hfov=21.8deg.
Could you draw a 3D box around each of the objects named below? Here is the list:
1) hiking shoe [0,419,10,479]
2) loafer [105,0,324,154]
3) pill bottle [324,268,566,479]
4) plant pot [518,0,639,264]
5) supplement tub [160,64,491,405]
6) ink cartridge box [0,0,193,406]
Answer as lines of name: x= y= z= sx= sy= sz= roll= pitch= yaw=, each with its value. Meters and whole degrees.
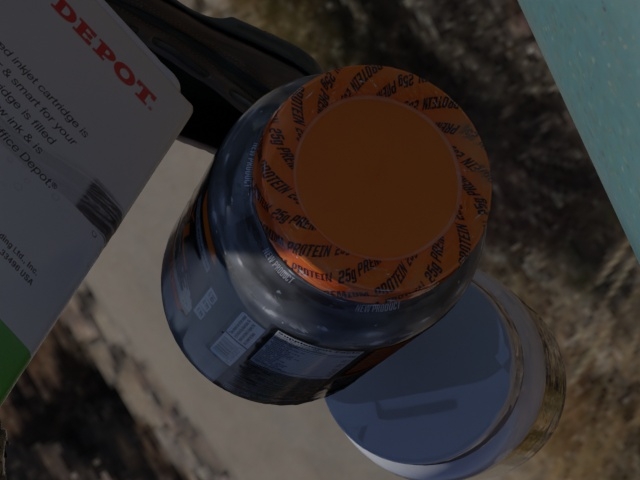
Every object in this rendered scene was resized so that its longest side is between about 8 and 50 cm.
hiking shoe: x=-0.267 y=0.188 z=1.278 sx=0.086 sy=0.114 sz=0.227 roll=12 pitch=148 yaw=2
loafer: x=-0.126 y=-0.117 z=1.088 sx=0.267 sy=0.084 sz=0.096 roll=17 pitch=138 yaw=-9
pill bottle: x=0.069 y=0.074 z=0.912 sx=0.119 sy=0.119 sz=0.208 roll=52 pitch=-174 yaw=13
plant pot: x=0.175 y=-0.158 z=0.511 sx=0.341 sy=0.341 sz=0.334 roll=-42 pitch=61 yaw=59
supplement tub: x=0.000 y=0.000 z=0.712 sx=0.117 sy=0.117 sz=0.190 roll=57 pitch=160 yaw=6
ink cartridge box: x=-0.205 y=-0.039 z=0.794 sx=0.115 sy=0.273 sz=0.198 roll=-29 pitch=112 yaw=36
